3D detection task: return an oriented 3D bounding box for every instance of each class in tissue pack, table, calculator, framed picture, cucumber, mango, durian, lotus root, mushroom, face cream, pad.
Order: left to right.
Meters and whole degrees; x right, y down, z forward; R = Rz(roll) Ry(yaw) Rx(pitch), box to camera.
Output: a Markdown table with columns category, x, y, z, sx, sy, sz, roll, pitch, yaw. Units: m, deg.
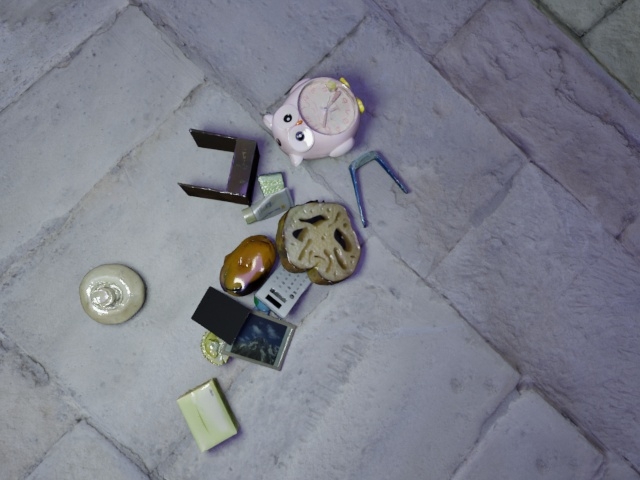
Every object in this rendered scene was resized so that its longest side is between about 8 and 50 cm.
| category | x | y | z | sx | sy | sz | roll | pitch | yaw |
| --- | --- | --- | --- | --- | --- | --- | --- | --- | --- |
| mushroom | -0.831 | 0.215 | 1.669 | 0.246 | 0.202 | 0.246 | -1 | 93 | -10 |
| tissue pack | -0.450 | 0.693 | 1.685 | 0.159 | 0.125 | 0.234 | -26 | 86 | -9 |
| pad | -0.411 | 0.303 | 1.724 | 0.265 | 0.009 | 0.159 | 22 | 78 | 34 |
| table | -0.422 | -0.303 | 1.788 | 0.282 | 0.196 | 0.250 | 9 | 83 | -3 |
| durian | -0.412 | 0.413 | 1.749 | 0.146 | 0.102 | 0.208 | 38 | 57 | -2 |
| mango | -0.304 | 0.106 | 1.760 | 0.201 | 0.152 | 0.287 | 43 | 79 | 10 |
| framed picture | -0.255 | 0.407 | 1.748 | 0.281 | 0.019 | 0.209 | 24 | 79 | -26 |
| face cream | -0.228 | -0.145 | 1.839 | 0.224 | 0.114 | 0.070 | -23 | 44 | -6 |
| cucumber | -0.215 | -0.241 | 1.865 | 0.115 | 0.062 | 0.116 | -10 | 102 | -6 |
| calculator | -0.151 | 0.196 | 1.771 | 0.161 | 0.021 | 0.261 | 40 | 49 | -2 |
| lotus root | 0.000 | 0.000 | 1.812 | 0.390 | 0.111 | 0.375 | 36 | 69 | -9 |

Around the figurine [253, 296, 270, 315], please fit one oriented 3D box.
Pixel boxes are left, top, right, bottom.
| category | x | y | z | sx | sy | sz | roll | pitch | yaw |
| --- | --- | --- | --- | --- | --- | --- | --- | --- | --- |
| figurine | -0.196 | 0.240 | 1.795 | 0.178 | 0.114 | 0.144 | 10 | 59 | -17 |

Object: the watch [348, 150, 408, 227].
| category | x | y | z | sx | sy | sz | roll | pitch | yaw |
| --- | --- | --- | --- | --- | --- | --- | --- | --- | --- |
| watch | 0.218 | -0.244 | 1.921 | 0.276 | 0.068 | 0.274 | -39 | 93 | -10 |

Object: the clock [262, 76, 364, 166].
| category | x | y | z | sx | sy | sz | roll | pitch | yaw |
| --- | --- | --- | --- | --- | --- | --- | --- | --- | --- |
| clock | -0.031 | -0.504 | 1.827 | 0.377 | 0.250 | 0.368 | -34 | 88 | -16 |
